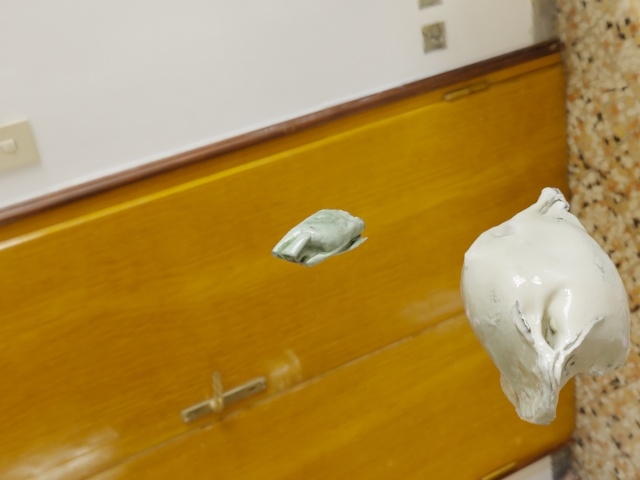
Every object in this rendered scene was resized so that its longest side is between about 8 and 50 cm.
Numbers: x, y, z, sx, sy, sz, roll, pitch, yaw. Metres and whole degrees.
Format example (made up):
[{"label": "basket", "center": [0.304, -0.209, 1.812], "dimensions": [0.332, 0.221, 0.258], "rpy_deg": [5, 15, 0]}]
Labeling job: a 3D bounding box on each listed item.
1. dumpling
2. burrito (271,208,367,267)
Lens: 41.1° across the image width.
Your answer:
[{"label": "dumpling", "center": [0.160, 0.052, 0.614], "dimensions": [0.136, 0.119, 0.199], "rpy_deg": [77, -157, -43]}, {"label": "burrito", "center": [-0.003, -0.001, 1.050], "dimensions": [0.074, 0.118, 0.044], "rpy_deg": [24, 124, 31]}]
